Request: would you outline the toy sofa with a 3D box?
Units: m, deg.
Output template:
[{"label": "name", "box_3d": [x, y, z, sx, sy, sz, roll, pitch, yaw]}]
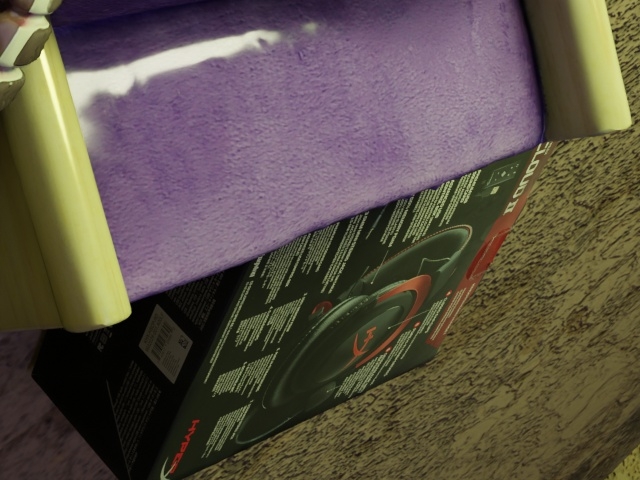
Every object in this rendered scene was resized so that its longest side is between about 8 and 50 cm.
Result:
[{"label": "toy sofa", "box_3d": [0.002, -0.079, 0.781, 0.177, 0.150, 0.362, -6, -170, 45]}]

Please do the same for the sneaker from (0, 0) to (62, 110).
[{"label": "sneaker", "box_3d": [-0.186, -0.054, 0.584, 0.162, 0.106, 0.281, -17, 137, -57]}]

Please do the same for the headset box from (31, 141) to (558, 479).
[{"label": "headset box", "box_3d": [0.000, 0.000, 1.047, 0.293, 0.110, 0.218, -21, 147, -43]}]
